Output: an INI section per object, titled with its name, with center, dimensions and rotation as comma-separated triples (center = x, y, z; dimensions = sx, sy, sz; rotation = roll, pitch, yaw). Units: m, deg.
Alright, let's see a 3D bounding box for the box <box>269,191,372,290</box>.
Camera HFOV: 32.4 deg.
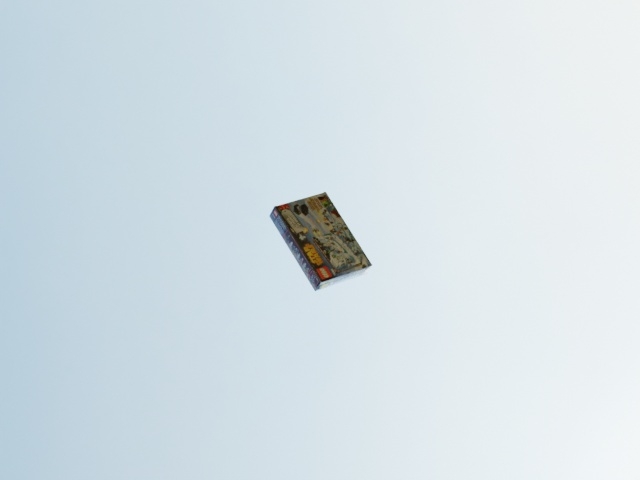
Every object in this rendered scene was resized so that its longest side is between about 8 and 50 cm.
[box]
center = 0.000, 0.000, 1.576
dimensions = 0.094, 0.027, 0.137
rotation = -17, -116, -33
